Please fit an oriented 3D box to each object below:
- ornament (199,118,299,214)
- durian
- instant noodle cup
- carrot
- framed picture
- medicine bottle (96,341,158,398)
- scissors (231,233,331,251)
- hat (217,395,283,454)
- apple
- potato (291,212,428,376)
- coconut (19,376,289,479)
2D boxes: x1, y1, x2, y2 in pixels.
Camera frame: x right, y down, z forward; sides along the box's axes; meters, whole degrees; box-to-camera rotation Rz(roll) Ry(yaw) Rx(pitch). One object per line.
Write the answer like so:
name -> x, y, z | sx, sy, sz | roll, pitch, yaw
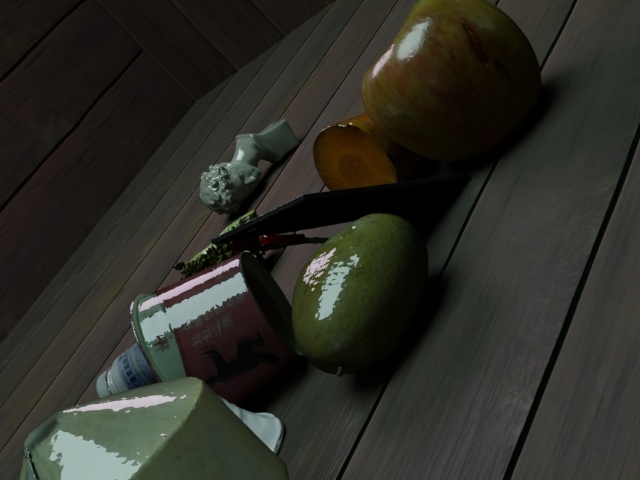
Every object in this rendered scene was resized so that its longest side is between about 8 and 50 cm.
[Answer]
ornament -> -0.173, -0.177, 2.645 | 0.285, 0.120, 0.130 | -53, 17, -30
durian -> -0.164, 0.046, 2.104 | 0.221, 0.137, 0.095 | -35, 30, -31
instant noodle cup -> -0.140, 0.138, 1.679 | 0.178, 0.234, 0.235 | -31, 19, 9
carrot -> 0.117, -0.167, 1.909 | 0.225, 0.159, 0.159 | -40, 10, -39
framed picture -> 0.031, -0.047, 1.715 | 0.324, 0.013, 0.244 | -9, -9, -39
medicine bottle -> -0.300, 0.225, 2.016 | 0.187, 0.103, 0.102 | -36, 19, 23
scissors -> 0.000, 0.000, 1.725 | 0.248, 0.017, 0.144 | -3, -4, -29
hat -> -0.158, 0.275, 1.531 | 0.203, 0.126, 0.203 | -39, 21, 18
apple -> 0.204, -0.241, 1.748 | 0.264, 0.264, 0.264 | -40, 17, 15
potato -> 0.047, 0.074, 1.481 | 0.174, 0.159, 0.251 | 118, 173, -51
coconut -> -0.189, 0.296, 1.251 | 0.323, 0.323, 0.323 | -40, 17, 15
